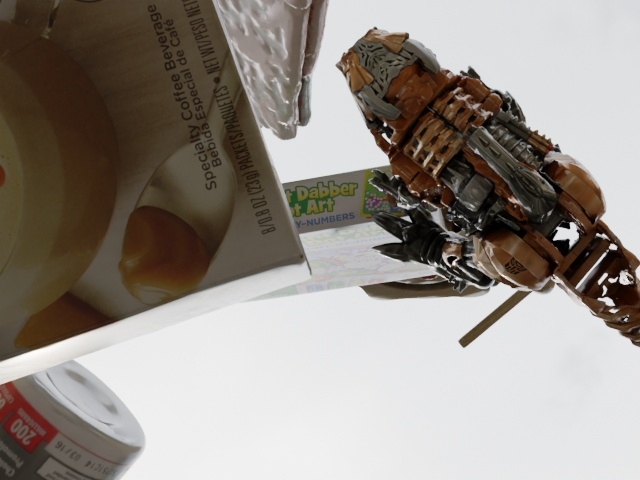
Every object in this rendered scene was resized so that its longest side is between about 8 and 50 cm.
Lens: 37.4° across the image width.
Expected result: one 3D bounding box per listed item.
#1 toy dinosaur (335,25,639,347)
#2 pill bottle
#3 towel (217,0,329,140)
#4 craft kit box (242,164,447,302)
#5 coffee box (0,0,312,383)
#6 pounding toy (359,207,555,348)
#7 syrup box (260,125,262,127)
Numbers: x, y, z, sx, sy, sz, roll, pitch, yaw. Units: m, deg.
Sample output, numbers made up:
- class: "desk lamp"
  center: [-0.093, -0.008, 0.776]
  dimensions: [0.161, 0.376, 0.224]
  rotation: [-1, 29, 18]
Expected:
- class: "toy dinosaur"
  center: [0.131, -0.018, 0.684]
  dimensions: [0.164, 0.218, 0.322]
  rotation: [-28, -81, -4]
- class: "pill bottle"
  center: [-0.315, 0.251, 0.895]
  dimensions: [0.161, 0.161, 0.283]
  rotation: [41, -90, -23]
- class: "towel"
  center: [-0.113, -0.282, 0.852]
  dimensions: [0.053, 0.317, 0.332]
  rotation: [-39, -107, -21]
- class: "craft kit box"
  center: [0.000, 0.000, 0.931]
  dimensions: [0.250, 0.246, 0.061]
  rotation: [-9, -108, 10]
- class: "coffee box"
  center: [-0.142, -0.012, 0.375]
  dimensions: [0.247, 0.098, 0.141]
  rotation: [-20, -95, -1]
- class: "pounding toy"
  center: [0.156, 0.037, 1.190]
  dimensions: [0.270, 0.154, 0.154]
  rotation: [-3, -31, 15]
- class: "syrup box"
  center: [-0.135, -0.238, 1.259]
  dimensions: [0.093, 0.096, 0.237]
  rotation: [-42, -28, 14]
